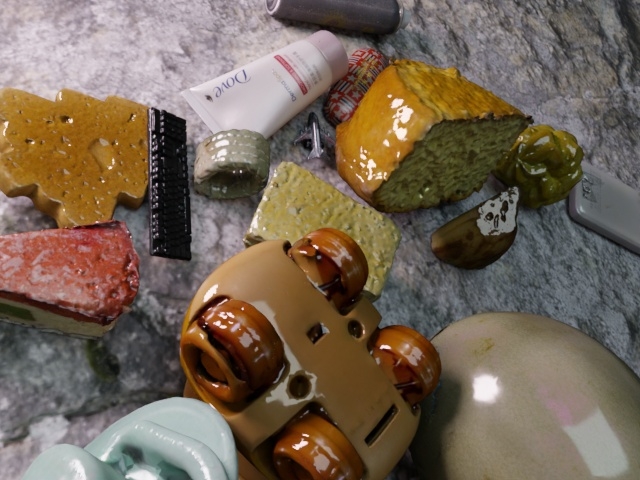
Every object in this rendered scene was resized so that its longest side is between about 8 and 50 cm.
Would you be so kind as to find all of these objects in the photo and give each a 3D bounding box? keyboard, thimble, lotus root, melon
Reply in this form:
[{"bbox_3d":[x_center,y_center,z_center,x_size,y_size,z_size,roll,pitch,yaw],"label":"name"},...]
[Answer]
[{"bbox_3d":[-0.188,-0.072,0.717,0.060,0.018,0.195,11,68,-50],"label":"keyboard"},{"bbox_3d":[-0.119,-0.098,0.751,0.084,0.110,0.062,53,31,-55],"label":"thimble"},{"bbox_3d":[0.259,-0.014,0.900,0.159,0.135,0.095,-33,83,-24],"label":"lotus root"},{"bbox_3d":[0.238,0.222,0.649,0.268,0.268,0.330,-11,44,-32],"label":"melon"}]

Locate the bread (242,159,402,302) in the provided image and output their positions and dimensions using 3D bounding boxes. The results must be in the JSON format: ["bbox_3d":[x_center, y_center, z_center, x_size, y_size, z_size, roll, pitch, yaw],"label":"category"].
[{"bbox_3d":[0.000,0.000,0.755,0.196,0.102,0.138,30,52,-8],"label":"bread"}]

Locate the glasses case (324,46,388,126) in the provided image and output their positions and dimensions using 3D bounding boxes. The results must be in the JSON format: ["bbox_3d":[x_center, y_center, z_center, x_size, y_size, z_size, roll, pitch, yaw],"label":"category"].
[{"bbox_3d":[0.063,-0.264,0.966,0.073,0.049,0.194,31,54,-9],"label":"glasses case"}]

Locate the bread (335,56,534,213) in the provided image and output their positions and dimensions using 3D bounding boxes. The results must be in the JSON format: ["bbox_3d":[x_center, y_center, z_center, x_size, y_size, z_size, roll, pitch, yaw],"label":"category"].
[{"bbox_3d":[0.146,-0.165,0.855,0.340,0.194,0.179,-12,56,-45],"label":"bread"}]

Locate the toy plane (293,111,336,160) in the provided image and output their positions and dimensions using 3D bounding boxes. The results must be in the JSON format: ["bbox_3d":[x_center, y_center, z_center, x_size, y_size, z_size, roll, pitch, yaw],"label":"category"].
[{"bbox_3d":[-0.009,-0.160,0.882,0.079,0.031,0.083,0,64,-28],"label":"toy plane"}]

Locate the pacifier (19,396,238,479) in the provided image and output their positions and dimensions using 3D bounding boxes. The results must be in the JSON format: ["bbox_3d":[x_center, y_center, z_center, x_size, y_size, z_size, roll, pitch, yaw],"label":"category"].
[{"bbox_3d":[-0.147,0.301,0.446,0.269,0.288,0.343,49,52,-30],"label":"pacifier"}]

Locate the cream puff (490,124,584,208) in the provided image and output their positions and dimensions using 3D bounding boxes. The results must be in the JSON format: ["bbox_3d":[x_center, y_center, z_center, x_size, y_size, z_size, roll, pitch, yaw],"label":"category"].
[{"bbox_3d":[0.386,-0.135,1.023,0.156,0.121,0.156,10,66,-23],"label":"cream puff"}]

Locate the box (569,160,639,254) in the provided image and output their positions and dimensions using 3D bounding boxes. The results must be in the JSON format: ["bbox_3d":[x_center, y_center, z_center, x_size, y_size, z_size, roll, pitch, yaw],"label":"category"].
[{"bbox_3d":[0.615,-0.049,1.148,0.285,0.044,0.142,25,57,-14],"label":"box"}]

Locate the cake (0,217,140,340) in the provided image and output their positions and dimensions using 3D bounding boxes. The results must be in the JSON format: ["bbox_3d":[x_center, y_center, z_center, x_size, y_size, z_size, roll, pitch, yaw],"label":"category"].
[{"bbox_3d":[-0.295,0.057,0.575,0.220,0.086,0.116,-13,68,-34],"label":"cake"}]

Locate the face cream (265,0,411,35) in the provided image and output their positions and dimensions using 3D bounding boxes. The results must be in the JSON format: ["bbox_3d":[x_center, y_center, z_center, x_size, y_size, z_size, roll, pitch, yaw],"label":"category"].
[{"bbox_3d":[0.041,-0.417,1.025,0.284,0.073,0.073,-2,65,-29],"label":"face cream"}]

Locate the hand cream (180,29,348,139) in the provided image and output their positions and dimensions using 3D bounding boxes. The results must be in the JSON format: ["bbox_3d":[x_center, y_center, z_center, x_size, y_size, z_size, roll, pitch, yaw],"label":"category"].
[{"bbox_3d":[-0.073,-0.231,0.864,0.248,0.083,0.133,-40,84,-24],"label":"hand cream"}]

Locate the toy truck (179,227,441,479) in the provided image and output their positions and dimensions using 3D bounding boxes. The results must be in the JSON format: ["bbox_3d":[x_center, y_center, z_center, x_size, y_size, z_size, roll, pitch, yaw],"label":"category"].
[{"bbox_3d":[-0.020,0.146,0.597,0.288,0.211,0.204,51,52,1],"label":"toy truck"}]

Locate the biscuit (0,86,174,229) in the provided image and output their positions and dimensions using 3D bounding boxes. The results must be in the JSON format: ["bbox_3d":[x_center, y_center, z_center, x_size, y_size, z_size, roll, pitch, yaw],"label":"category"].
[{"bbox_3d":[-0.278,-0.110,0.705,0.239,0.041,0.212,-31,82,-42],"label":"biscuit"}]
